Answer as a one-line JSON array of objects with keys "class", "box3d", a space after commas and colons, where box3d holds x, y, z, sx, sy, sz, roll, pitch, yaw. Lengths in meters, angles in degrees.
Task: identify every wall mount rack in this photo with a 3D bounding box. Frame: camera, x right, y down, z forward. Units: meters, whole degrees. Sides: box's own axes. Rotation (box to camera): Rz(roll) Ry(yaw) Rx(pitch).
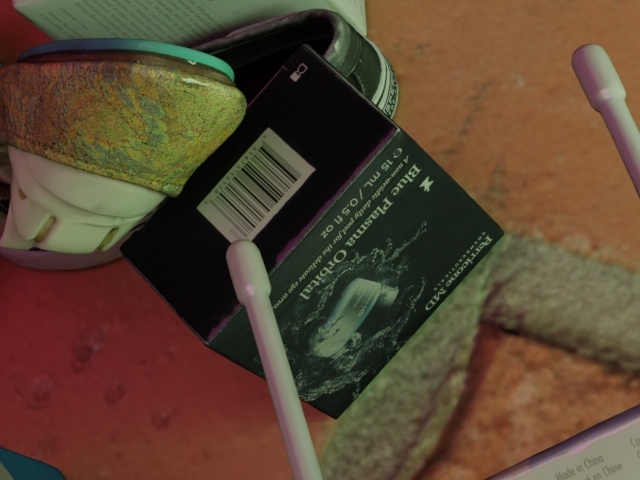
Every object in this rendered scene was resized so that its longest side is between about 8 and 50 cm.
[{"class": "wall mount rack", "box3d": [0.102, 0.094, 0.730, 0.350, 0.130, 0.304, -29, 91, 15]}]

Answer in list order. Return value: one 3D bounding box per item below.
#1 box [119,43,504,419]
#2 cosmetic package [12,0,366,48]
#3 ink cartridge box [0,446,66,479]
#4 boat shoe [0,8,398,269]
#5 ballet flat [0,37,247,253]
[{"class": "box", "box3d": [0.000, 0.000, 0.902, 0.156, 0.158, 0.093, -48, 56, 3]}, {"class": "cosmetic package", "box3d": [-0.083, -0.206, 1.031, 0.183, 0.151, 0.151, -12, 66, 23]}, {"class": "ink cartridge box", "box3d": [-0.229, 0.220, 0.789, 0.166, 0.395, 0.285, -45, 57, 4]}, {"class": "boat shoe", "box3d": [-0.106, -0.068, 1.015, 0.306, 0.105, 0.113, -14, 64, 21]}, {"class": "ballet flat", "box3d": [-0.151, -0.048, 0.885, 0.348, 0.123, 0.123, 9, 72, 57]}]
